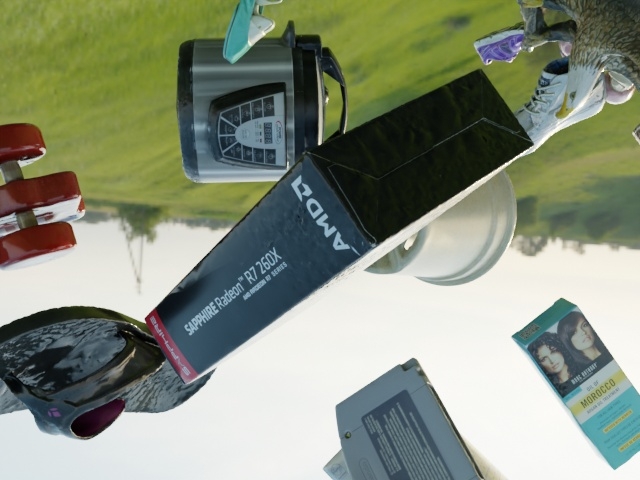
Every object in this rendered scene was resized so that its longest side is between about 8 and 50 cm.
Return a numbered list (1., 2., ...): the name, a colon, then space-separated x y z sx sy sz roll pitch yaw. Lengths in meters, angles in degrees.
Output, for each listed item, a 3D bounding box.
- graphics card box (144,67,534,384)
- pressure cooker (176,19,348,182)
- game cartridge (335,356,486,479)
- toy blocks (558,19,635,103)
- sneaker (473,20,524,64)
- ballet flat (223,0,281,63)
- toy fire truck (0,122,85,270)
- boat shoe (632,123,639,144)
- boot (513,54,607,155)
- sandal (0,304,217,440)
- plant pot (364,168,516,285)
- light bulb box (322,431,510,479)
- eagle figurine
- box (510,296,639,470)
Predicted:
1. graphics card box: 0.000 0.000 0.774 0.232 0.094 0.371 -30 175 -38
2. pressure cooker: -0.140 -0.334 2.043 0.419 0.376 0.370 -1 163 -5
3. game cartridge: 0.146 0.368 1.364 0.198 0.297 0.062 -37 145 14
4. toy blocks: 0.625 -0.347 1.464 0.309 0.288 0.260 46 -178 12
5. sneaker: 0.396 -0.404 1.670 0.068 0.071 0.169 -35 -163 -32
6. ballet flat: -0.123 -0.459 1.587 0.087 0.248 0.083 18 -165 9
7. toy fire truck: -0.459 -0.023 1.070 0.302 0.170 0.254 -18 178 -19
8. boat shoe: 0.592 -0.278 1.255 0.116 0.324 0.123 44 180 13
9. boot: 0.386 -0.247 1.429 0.258 0.123 0.095 -30 -136 -9
10. sandal: -0.261 0.177 1.029 0.107 0.168 0.445 46 -166 27
11. plant pot: 0.188 -0.056 1.670 0.333 0.334 0.305 4 -174 34
12. light bulb box: 0.242 0.549 1.876 0.361 0.225 0.358 44 -173 15
13. eagle figurine: 0.364 -0.228 0.964 0.298 0.225 0.226 31 -145 32
14. box: 0.397 0.212 1.207 0.100 0.244 0.060 -38 -170 -1
